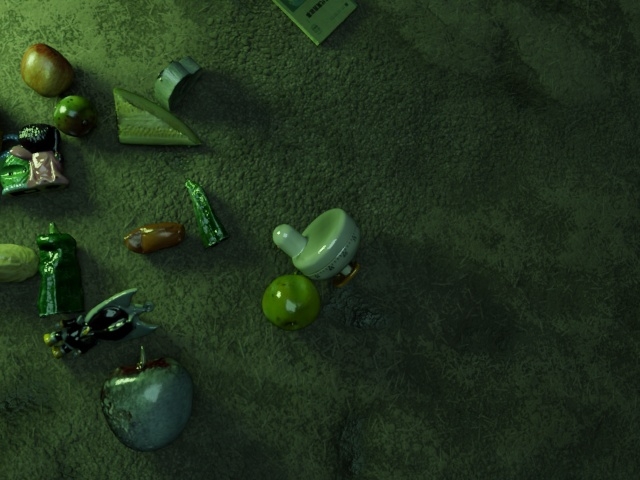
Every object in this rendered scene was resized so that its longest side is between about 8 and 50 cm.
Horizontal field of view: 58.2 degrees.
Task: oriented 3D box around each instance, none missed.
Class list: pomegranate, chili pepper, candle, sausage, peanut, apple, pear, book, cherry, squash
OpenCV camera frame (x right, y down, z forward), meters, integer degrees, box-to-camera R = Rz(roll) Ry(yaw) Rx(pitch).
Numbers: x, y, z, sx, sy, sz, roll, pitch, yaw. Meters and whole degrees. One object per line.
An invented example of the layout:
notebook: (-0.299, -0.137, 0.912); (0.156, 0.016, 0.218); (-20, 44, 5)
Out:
pomegranate: (-0.728, -0.368, 1.709); (0.130, 0.130, 0.130); (1, 84, -11)
chili pepper: (-0.753, 0.081, 1.654); (0.136, 0.099, 0.270); (-3, 79, -45)
candle: (-0.446, -0.478, 1.761); (0.068, 0.192, 0.168); (40, 122, -6)
sausage: (-0.497, -0.009, 1.735); (0.179, 0.089, 0.089); (-10, 87, -9)
peanut: (-0.940, 0.066, 1.612); (0.274, 0.125, 0.111); (0, 103, -12)
apple: (-0.801, -0.494, 1.688); (0.146, 0.146, 0.131); (38, 97, -6)
pear: (-0.088, 0.169, 1.765); (0.180, 0.166, 0.216); (-1, 58, 0)
book: (-0.039, -0.820, 1.933); (0.282, 0.025, 0.215); (42, 77, -3)
cherry: (-0.484, 0.447, 1.623); (0.255, 0.218, 0.296); (-11, 98, -12)
squash: (-0.489, -0.382, 1.756); (0.252, 0.093, 0.169); (0, 129, -11)
chili pepper: (-0.366, -0.089, 1.780); (0.088, 0.059, 0.227); (-26, 86, -1)

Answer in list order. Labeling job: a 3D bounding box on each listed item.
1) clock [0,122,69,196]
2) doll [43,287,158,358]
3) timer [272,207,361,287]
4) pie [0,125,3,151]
clock: (-0.846, -0.237, 1.675); (0.194, 0.100, 0.195); (-10, 85, -11)
doll: (-0.630, 0.250, 1.667); (0.316, 0.103, 0.145); (-23, 94, -7)
timer: (0.000, 0.000, 1.749); (0.240, 0.233, 0.233); (41, 78, -22)
pie: (-1.053, -0.323, 1.616); (0.288, 0.103, 0.355); (-45, 81, -1)
